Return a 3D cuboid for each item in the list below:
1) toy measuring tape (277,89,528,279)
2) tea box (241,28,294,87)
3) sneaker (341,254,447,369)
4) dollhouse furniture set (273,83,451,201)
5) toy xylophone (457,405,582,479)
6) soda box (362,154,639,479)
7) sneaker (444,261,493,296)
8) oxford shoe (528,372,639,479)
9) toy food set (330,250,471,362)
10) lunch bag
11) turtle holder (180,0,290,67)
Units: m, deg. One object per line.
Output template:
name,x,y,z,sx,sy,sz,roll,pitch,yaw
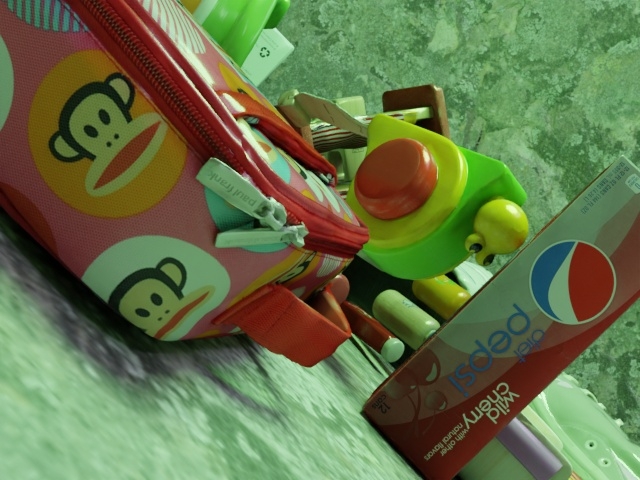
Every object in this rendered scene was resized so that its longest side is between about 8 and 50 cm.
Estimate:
toy measuring tape,0.041,-0.047,0.779,0.330,0.121,0.121,29,-9,47
tea box,-0.244,-0.377,1.592,0.329,0.220,0.323,44,3,-13
sneaker,0.106,0.084,1.155,0.295,0.124,0.178,45,12,24
dollhouse furniture set,-0.019,-0.095,1.130,0.374,0.201,0.152,6,-74,61
toy xylophone,0.191,0.213,0.860,0.236,0.081,0.322,46,4,8
soda box,0.154,0.061,0.674,0.083,0.263,0.092,45,4,8
sneaker,0.122,0.035,1.361,0.297,0.111,0.129,15,-4,25
oxford shoe,0.340,0.265,1.237,0.449,0.130,0.169,-126,-158,-52
toy food set,0.068,0.055,0.934,0.232,0.111,0.104,33,2,-42
lunch bag,-0.075,-0.040,0.482,0.258,0.120,0.293,49,5,7
turtle holder,-0.163,-0.261,1.025,0.227,0.243,0.320,28,12,-16
